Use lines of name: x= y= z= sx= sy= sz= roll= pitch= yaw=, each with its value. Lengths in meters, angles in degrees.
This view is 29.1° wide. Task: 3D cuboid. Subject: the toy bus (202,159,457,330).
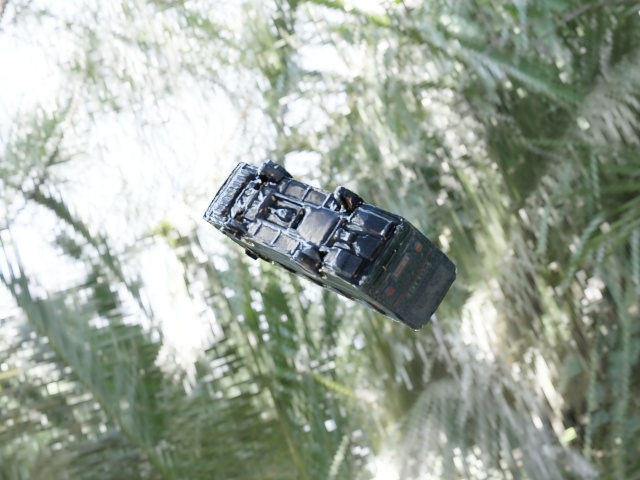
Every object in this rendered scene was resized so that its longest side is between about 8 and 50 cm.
toy bus: x=0.000 y=0.000 z=0.653 sx=0.065 sy=0.166 sz=0.047 roll=38 pitch=-99 yaw=-33
